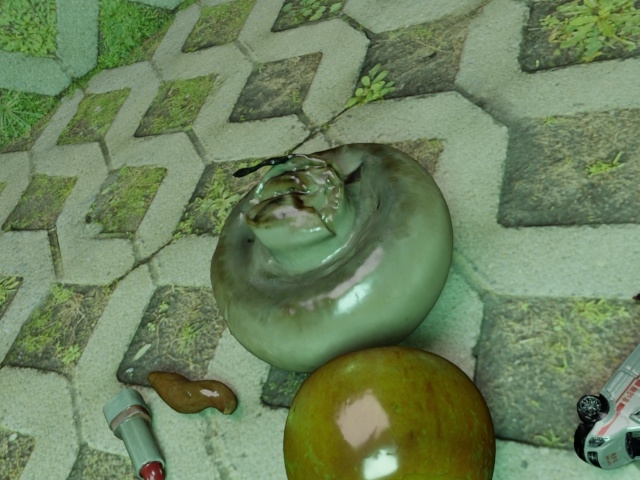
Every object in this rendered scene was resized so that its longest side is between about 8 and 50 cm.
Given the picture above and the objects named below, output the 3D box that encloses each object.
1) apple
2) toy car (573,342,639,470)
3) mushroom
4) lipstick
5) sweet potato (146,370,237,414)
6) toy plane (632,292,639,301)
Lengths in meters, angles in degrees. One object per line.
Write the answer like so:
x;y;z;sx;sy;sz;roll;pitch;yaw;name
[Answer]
0.073;0.236;0.806;0.236;0.237;0.208;-17;58;23;apple
0.360;0.165;0.756;0.209;0.089;0.108;-44;45;-13;toy car
0.000;0.000;1.011;0.362;0.295;0.362;-19;43;18;mushroom
-0.275;0.313;1.105;0.063;0.057;0.186;-39;45;-3;lipstick
-0.204;0.239;1.123;0.202;0.058;0.055;6;13;34;sweet potato
0.449;0.052;0.817;0.189;0.061;0.130;-1;28;39;toy plane
